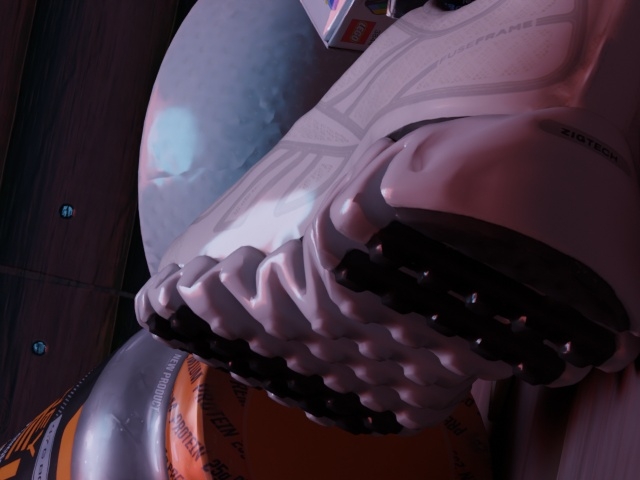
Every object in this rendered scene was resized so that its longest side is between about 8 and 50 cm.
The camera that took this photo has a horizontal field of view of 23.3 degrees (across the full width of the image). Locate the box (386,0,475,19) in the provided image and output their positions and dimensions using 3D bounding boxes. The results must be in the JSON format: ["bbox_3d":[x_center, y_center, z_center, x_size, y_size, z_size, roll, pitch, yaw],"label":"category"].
[{"bbox_3d":[0.086,-0.197,0.425,0.290,0.087,0.169,98,-177,-64],"label":"box"}]

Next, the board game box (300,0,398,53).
[{"bbox_3d":[0.051,-0.287,0.910,0.305,0.053,0.193,-59,42,36],"label":"board game box"}]

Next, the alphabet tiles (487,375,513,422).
[{"bbox_3d":[0.110,-0.064,0.721,0.198,0.009,0.237,-76,-4,-48],"label":"alphabet tiles"}]

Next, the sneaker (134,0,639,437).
[{"bbox_3d":[0.025,-0.008,0.517,0.292,0.110,0.118,-25,40,62],"label":"sneaker"}]

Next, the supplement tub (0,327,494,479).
[{"bbox_3d":[-0.067,0.150,0.772,0.316,0.193,0.193,-38,31,47],"label":"supplement tub"}]

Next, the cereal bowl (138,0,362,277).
[{"bbox_3d":[0.023,-0.048,1.178,0.339,0.141,0.339,-16,-70,-51],"label":"cereal bowl"}]
